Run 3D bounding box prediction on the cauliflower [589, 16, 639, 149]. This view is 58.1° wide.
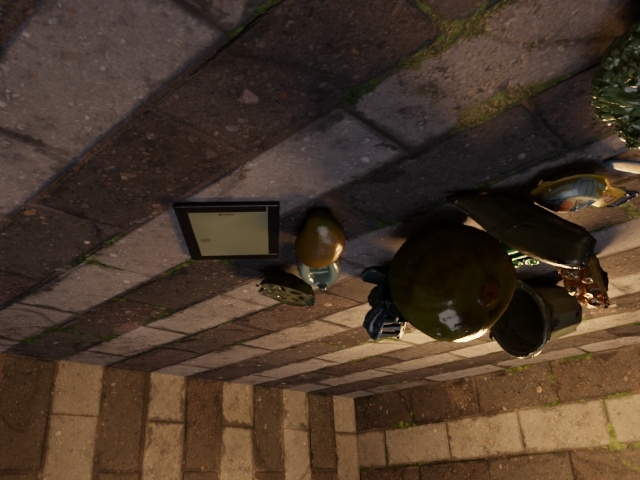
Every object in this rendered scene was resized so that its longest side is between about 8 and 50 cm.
[{"bbox_3d":[0.574,-0.242,0.893,0.272,0.250,0.275,-12,150,14],"label":"cauliflower"}]

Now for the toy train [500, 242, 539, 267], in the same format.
[{"bbox_3d":[0.538,0.043,1.732,0.251,0.085,0.119,-21,141,35],"label":"toy train"}]

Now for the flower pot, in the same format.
[{"bbox_3d":[0.777,0.261,2.059,0.259,0.290,0.290,-5,159,-27],"label":"flower pot"}]

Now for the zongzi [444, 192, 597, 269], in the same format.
[{"bbox_3d":[0.477,-0.034,1.381,0.289,0.123,0.260,16,-166,-28],"label":"zongzi"}]

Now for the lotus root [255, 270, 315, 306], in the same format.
[{"bbox_3d":[-0.105,0.149,1.876,0.204,0.078,0.183,27,154,-31],"label":"lotus root"}]

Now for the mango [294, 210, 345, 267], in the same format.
[{"bbox_3d":[0.000,0.000,1.553,0.136,0.099,0.227,6,147,-3],"label":"mango"}]

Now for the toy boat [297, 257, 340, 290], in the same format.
[{"bbox_3d":[-0.003,0.093,1.778,0.134,0.078,0.207,-6,154,0],"label":"toy boat"}]

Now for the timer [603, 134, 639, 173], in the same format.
[{"bbox_3d":[0.771,-0.147,1.237,0.256,0.175,0.175,-4,156,5],"label":"timer"}]

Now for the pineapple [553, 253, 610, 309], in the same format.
[{"bbox_3d":[0.835,0.106,1.833,0.114,0.186,0.236,-22,106,42],"label":"pineapple"}]

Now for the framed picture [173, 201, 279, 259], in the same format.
[{"bbox_3d":[-0.242,-0.019,1.571,0.265,0.016,0.347,-1,156,-4],"label":"framed picture"}]

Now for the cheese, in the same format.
[{"bbox_3d":[0.639,-0.115,1.397,0.270,0.069,0.177,4,156,-17],"label":"cheese"}]

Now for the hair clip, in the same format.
[{"bbox_3d":[0.244,0.196,1.883,0.195,0.206,0.310,-1,157,-15],"label":"hair clip"}]

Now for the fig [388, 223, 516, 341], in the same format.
[{"bbox_3d":[0.345,0.112,1.588,0.343,0.343,0.343,-3,156,-1],"label":"fig"}]
